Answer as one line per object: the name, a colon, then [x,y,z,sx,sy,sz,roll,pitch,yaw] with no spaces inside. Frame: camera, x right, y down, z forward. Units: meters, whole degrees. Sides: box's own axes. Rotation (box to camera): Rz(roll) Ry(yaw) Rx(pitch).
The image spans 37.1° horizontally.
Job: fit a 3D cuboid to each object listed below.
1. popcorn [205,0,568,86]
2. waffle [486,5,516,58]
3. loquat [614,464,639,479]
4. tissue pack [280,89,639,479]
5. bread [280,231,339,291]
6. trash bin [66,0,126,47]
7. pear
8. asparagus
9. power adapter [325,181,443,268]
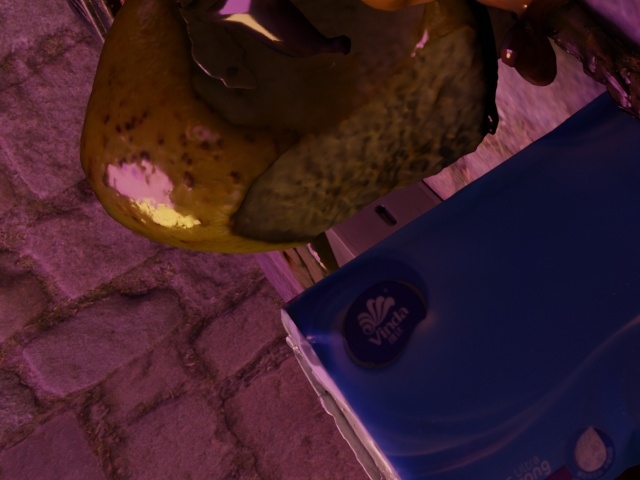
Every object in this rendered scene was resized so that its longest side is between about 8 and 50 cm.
popcorn: [0.027,-0.212,0.392,0.316,0.280,0.297,15,-175,35]
waffle: [0.041,-0.251,0.690,0.274,0.057,0.168,61,171,-20]
loquat: [0.238,0.281,0.589,0.360,0.328,0.328,31,180,-18]
tissue pack: [0.134,0.060,0.599,0.198,0.263,0.146,55,171,14]
bread: [0.000,0.000,1.560,0.381,0.129,0.366,57,172,3]
trash bin: [-0.149,-0.297,0.983,0.161,0.239,0.184,47,165,37]
pear: [-0.050,-0.125,0.624,0.238,0.255,0.164,58,174,28]
asparagus: [0.171,-0.109,0.574,0.165,0.030,0.036,53,146,35]
power adapter: [0.106,0.045,1.170,0.187,0.124,0.255,52,171,41]
